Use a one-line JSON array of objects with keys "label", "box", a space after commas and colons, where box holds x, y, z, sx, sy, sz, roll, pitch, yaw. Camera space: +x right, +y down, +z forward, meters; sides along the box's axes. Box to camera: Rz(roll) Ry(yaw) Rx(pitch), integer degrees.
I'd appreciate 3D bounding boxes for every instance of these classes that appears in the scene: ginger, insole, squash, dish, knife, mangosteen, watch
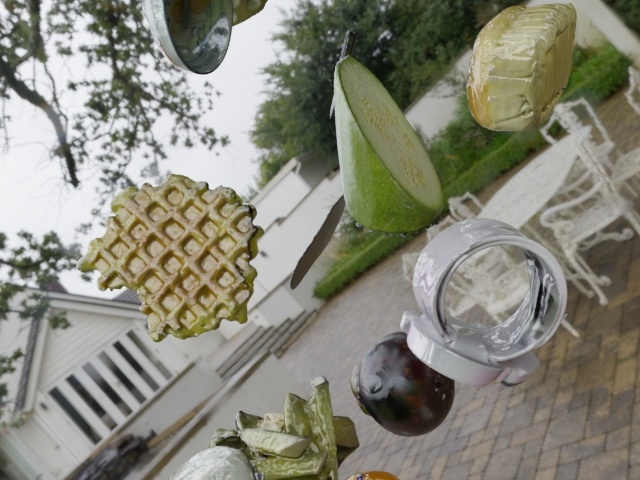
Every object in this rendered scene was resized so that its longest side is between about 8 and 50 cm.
[{"label": "ginger", "box": [-0.108, 0.480, 1.297, 0.413, 0.358, 0.211, -19, -51, -54]}, {"label": "insole", "box": [0.000, 0.000, 1.275, 0.328, 0.007, 0.111, -56, -22, -46]}, {"label": "squash", "box": [0.119, -0.160, 0.903, 0.189, 0.189, 0.261, -41, -42, -44]}, {"label": "dish", "box": [-0.300, -0.487, 1.130, 0.273, 0.133, 0.273, 8, -90, -73]}, {"label": "knife", "box": [0.054, -0.423, 1.398, 0.060, 0.028, 0.230, -134, 59, -82]}, {"label": "mangosteen", "box": [0.157, 0.274, 1.054, 0.210, 0.210, 0.210, -42, -1, -1]}, {"label": "watch", "box": [0.260, 0.090, 0.840, 0.196, 0.244, 0.231, -112, 41, -75]}]

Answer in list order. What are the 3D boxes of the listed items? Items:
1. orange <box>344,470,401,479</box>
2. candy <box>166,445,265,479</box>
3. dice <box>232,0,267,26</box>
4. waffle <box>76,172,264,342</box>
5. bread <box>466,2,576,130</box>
[{"label": "orange", "box": [0.090, 0.445, 0.837, 0.155, 0.178, 0.177, -35, -3, -17]}, {"label": "candy", "box": [-0.226, 0.528, 0.892, 0.427, 0.186, 0.386, -42, 25, 64]}, {"label": "dice", "box": [-0.308, -0.856, 1.751, 0.233, 0.238, 0.227, -22, -24, 21]}, {"label": "waffle", "box": [-0.240, 0.027, 0.912, 0.058, 0.300, 0.282, 77, -149, -72]}, {"label": "bread", "box": [0.271, -0.238, 0.737, 0.106, 0.140, 0.236, 10, 36, 31]}]
